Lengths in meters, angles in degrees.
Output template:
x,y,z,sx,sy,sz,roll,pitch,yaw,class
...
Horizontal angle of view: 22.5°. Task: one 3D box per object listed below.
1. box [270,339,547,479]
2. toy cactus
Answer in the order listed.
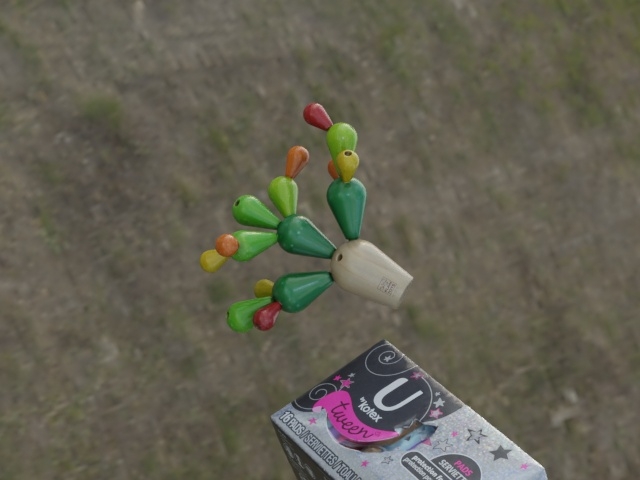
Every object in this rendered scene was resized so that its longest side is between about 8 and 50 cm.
x,y,z,sx,sy,sz,roll,pitch,yaw,class
0.093,0.229,1.440,0.142,0.247,0.163,-33,128,-17,box
0.000,0.000,1.462,0.180,0.219,0.112,29,-7,10,toy cactus
